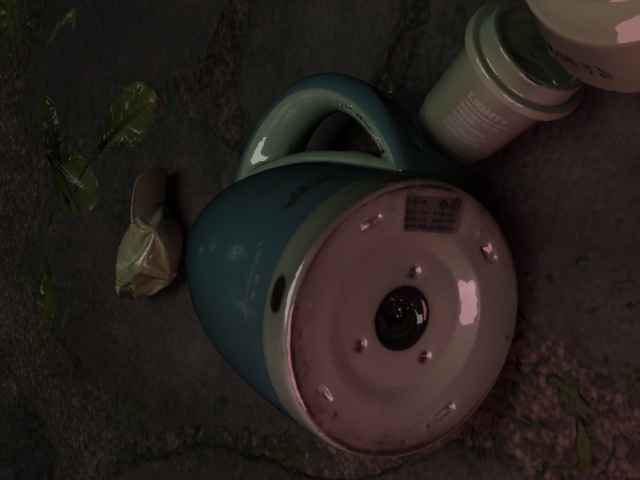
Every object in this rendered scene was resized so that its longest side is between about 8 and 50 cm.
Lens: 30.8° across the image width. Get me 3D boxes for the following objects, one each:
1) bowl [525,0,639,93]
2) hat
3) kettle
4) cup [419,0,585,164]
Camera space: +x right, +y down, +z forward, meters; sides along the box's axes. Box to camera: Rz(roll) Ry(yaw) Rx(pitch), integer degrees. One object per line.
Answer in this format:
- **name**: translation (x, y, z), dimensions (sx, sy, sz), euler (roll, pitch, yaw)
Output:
- **bowl**: translation (0.239, -0.228, 0.897), dimensions (0.211, 0.112, 0.211), euler (-8, 76, 31)
- **hat**: translation (-0.212, -0.007, 1.480), dimensions (0.122, 0.081, 0.166), euler (101, 178, -77)
- **kettle**: translation (0.000, 0.000, 1.121), dimensions (0.342, 0.247, 0.319), euler (23, 98, 57)
- **cup**: translation (0.156, -0.132, 1.032), dimensions (0.141, 0.120, 0.120), euler (-49, 54, 49)
